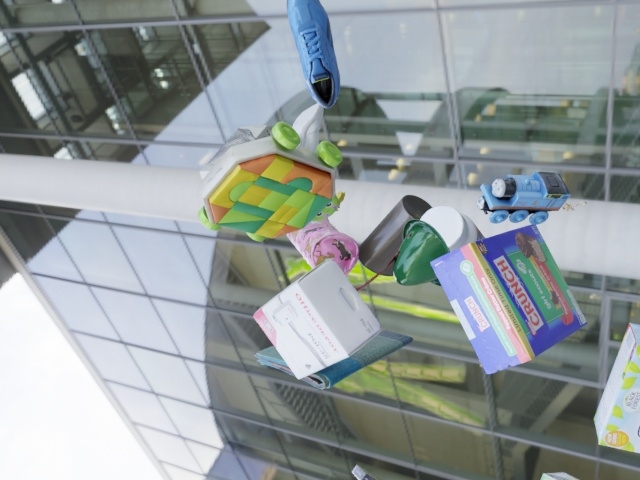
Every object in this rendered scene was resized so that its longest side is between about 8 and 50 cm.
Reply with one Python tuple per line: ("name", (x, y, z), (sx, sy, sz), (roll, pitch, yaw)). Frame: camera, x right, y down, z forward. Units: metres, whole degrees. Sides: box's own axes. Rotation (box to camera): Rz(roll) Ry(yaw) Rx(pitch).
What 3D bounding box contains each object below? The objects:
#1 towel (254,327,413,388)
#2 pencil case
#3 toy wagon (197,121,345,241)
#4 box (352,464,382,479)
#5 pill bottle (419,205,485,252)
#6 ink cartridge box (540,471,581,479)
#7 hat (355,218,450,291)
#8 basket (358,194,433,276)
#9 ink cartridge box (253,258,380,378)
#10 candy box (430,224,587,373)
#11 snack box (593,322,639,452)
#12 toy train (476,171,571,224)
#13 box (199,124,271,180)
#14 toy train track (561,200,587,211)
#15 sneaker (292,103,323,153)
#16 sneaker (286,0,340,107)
("towel", (0.043, 0.304, 1.906), (0.370, 0.271, 0.040), (-15, -71, -45))
("pencil case", (0.000, 0.000, 2.222), (0.386, 0.167, 0.160), (-131, 23, -69))
("toy wagon", (-0.071, -0.096, 1.388), (0.344, 0.267, 0.068), (15, -138, -43))
("box", (0.150, 0.653, 1.842), (0.029, 0.116, 0.162), (-57, 0, -10))
("pill bottle", (0.398, 0.012, 2.018), (0.283, 0.161, 0.161), (37, -116, -55))
("ink cartridge box", (0.494, 0.506, 1.352), (0.109, 0.209, 0.062), (19, -91, -48))
("hat", (0.182, 0.075, 1.595), (0.183, 0.173, 0.208), (-29, -33, -23))
("basket", (0.247, -0.019, 2.130), (0.204, 0.154, 0.227), (-11, -35, -41))
("ink cartridge box", (-0.016, 0.191, 1.625), (0.117, 0.283, 0.207), (-34, -94, -33))
("candy box", (0.423, 0.118, 1.517), (0.317, 0.122, 0.268), (-13, -106, -47))
("snack box", (0.552, 0.246, 1.088), (0.070, 0.174, 0.207), (-64, -17, -61))
("toy train", (0.413, -0.090, 1.409), (0.105, 0.184, 0.080), (113, 151, -47))
("box", (-0.248, -0.244, 2.089), (0.275, 0.113, 0.094), (-61, -37, -47))
("toy train track", (0.720, -0.096, 1.959), (0.048, 0.083, 0.014), (31, -114, -24))
("sneaker", (-0.030, -0.276, 1.868), (0.094, 0.080, 0.212), (41, -123, -31))
("sneaker", (-0.007, -0.331, 1.201), (0.082, 0.069, 0.209), (-97, -8, -54))
